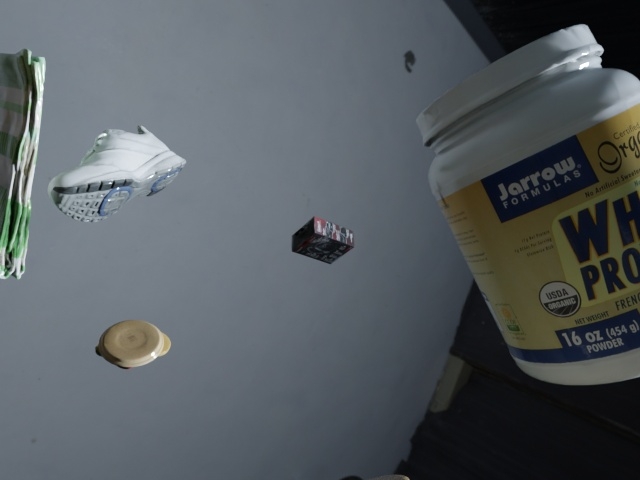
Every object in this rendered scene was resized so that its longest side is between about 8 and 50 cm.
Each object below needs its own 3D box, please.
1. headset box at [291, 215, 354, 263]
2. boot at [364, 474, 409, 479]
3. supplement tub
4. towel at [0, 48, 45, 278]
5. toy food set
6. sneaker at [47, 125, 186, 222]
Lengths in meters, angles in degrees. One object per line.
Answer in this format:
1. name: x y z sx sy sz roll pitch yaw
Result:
1. headset box: 0.000 0.000 0.726 0.083 0.062 0.032 20 49 -30
2. boot: 0.018 0.412 0.550 0.104 0.295 0.211 14 48 -50
3. supplement tub: 0.258 -0.035 0.517 0.228 0.228 0.316 -25 88 -34
4. towel: -0.501 -0.126 0.741 0.038 0.248 0.324 2 102 -49
5. toy food set: -0.249 0.135 0.630 0.083 0.083 0.020 -39 153 -52
6. sneaker: -0.366 -0.125 0.837 0.129 0.111 0.297 47 24 -5
